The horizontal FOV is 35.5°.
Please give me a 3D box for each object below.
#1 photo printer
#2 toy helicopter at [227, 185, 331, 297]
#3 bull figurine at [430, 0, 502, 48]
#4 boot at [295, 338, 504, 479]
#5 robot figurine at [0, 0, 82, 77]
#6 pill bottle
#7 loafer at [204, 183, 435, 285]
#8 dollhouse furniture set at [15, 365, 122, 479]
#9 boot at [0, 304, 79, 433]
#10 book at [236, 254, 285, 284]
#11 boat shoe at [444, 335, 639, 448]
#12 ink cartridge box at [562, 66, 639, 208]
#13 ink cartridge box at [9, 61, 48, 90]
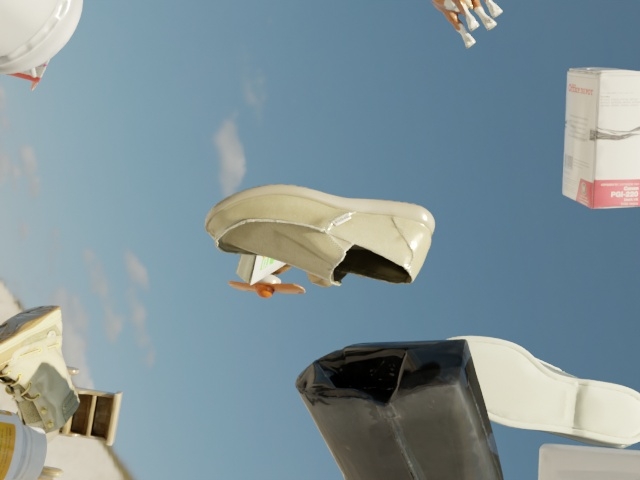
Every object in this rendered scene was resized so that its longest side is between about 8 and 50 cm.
[{"bbox_3d":[0.541,0.500,1.776,0.308,0.107,0.256,0,-107,25],"label":"photo printer"},{"bbox_3d":[-0.067,0.036,2.132,0.235,0.140,0.355,-60,-147,-3],"label":"toy helicopter"},{"bbox_3d":[0.278,-0.501,2.027,0.188,0.101,0.310,54,10,3],"label":"bull figurine"},{"bbox_3d":[0.061,0.339,1.289,0.146,0.367,0.445,-96,167,-53],"label":"boot"},{"bbox_3d":[-0.421,-0.330,1.197,0.200,0.300,0.353,33,-4,28],"label":"robot figurine"},{"bbox_3d":[-0.506,0.292,1.419,0.117,0.215,0.117,-26,-125,45],"label":"pill bottle"},{"bbox_3d":[0.000,0.000,1.150,0.102,0.269,0.092,95,-4,-61],"label":"loafer"},{"bbox_3d":[-0.497,0.354,1.963,0.242,0.161,0.212,-169,-92,-89],"label":"dollhouse furniture set"},{"bbox_3d":[-0.503,0.240,1.651,0.095,0.262,0.203,-3,-75,22],"label":"boot"},{"bbox_3d":[-0.075,-0.009,1.569,0.035,0.096,0.144,38,-48,25],"label":"book"},{"bbox_3d":[0.306,0.225,1.440,0.099,0.320,0.116,97,10,-74],"label":"boat shoe"},{"bbox_3d":[0.464,-0.172,1.636,0.158,0.092,0.217,-110,-163,-77],"label":"ink cartridge box"},{"bbox_3d":[-0.441,-0.331,1.510,0.231,0.078,0.134,-29,-127,60],"label":"ink cartridge box"}]
